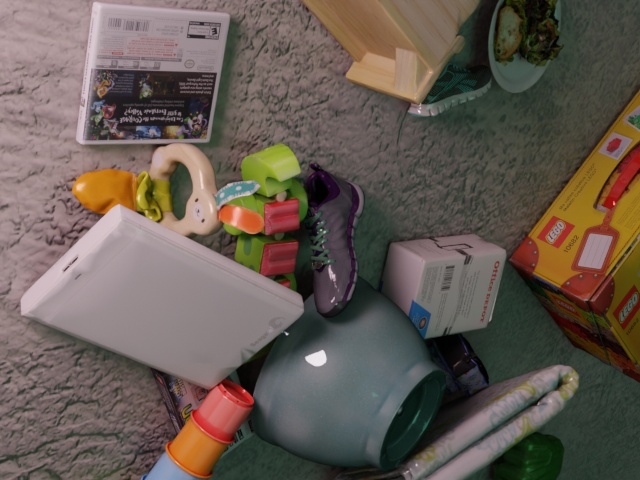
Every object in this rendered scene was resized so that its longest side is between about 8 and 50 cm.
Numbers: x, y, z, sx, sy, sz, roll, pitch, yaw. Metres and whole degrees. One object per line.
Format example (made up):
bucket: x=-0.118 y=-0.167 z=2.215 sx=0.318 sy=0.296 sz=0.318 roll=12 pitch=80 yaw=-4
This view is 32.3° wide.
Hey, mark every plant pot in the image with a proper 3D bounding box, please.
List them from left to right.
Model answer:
plant pot: x=0.065 y=0.224 z=1.666 sx=0.293 sy=0.196 sz=0.293 roll=-42 pitch=147 yaw=-35

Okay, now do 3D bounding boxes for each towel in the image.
towel: x=0.223 y=0.342 z=1.859 sx=0.374 sy=0.320 sz=0.090 roll=-28 pitch=87 yaw=-27

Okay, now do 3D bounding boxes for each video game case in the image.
video game case: x=-0.207 y=-0.205 z=1.377 sx=0.190 sy=0.022 sz=0.173 roll=-5 pitch=115 yaw=-41

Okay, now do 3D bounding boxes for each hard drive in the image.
hard drive: x=-0.199 y=0.083 z=1.433 sx=0.307 sy=0.040 sz=0.203 roll=29 pitch=122 yaw=-37

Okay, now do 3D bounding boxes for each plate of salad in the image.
plate of salad: x=0.334 y=-0.331 z=1.751 sx=0.200 sy=0.048 sz=0.199 roll=-21 pitch=120 yaw=-42

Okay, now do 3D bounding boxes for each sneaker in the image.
sneaker: x=0.000 y=0.000 z=1.585 sx=0.098 sy=0.083 sz=0.223 roll=31 pitch=51 yaw=-35
sneaker: x=0.199 y=-0.247 z=1.686 sx=0.166 sy=0.065 sz=0.076 roll=-29 pitch=120 yaw=-33

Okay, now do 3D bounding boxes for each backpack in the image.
backpack: x=0.239 y=0.221 z=1.944 sx=0.084 sy=0.105 sz=0.114 roll=-33 pitch=137 yaw=5

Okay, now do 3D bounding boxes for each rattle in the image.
rattle: x=-0.182 y=-0.055 z=1.349 sx=0.143 sy=0.200 sz=0.130 roll=23 pitch=96 yaw=-46

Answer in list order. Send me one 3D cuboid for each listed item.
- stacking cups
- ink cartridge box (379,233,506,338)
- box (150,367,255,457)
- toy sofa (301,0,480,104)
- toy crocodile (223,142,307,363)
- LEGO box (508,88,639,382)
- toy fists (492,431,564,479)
stacking cups: x=-0.212 y=0.337 z=1.586 sx=0.096 sy=0.096 sz=0.316 roll=24 pitch=102 yaw=-46
ink cartridge box: x=0.200 y=0.076 z=1.839 sx=0.203 sy=0.086 sz=0.148 roll=-5 pitch=115 yaw=-41
box: x=-0.170 y=0.237 z=1.635 sx=0.114 sy=0.036 sz=0.207 roll=-32 pitch=130 yaw=-25
toy sofa: x=0.044 y=-0.352 z=1.427 sx=0.362 sy=0.150 sz=0.177 roll=40 pitch=79 yaw=-46
toy crocodile: x=-0.077 y=0.023 z=1.553 sx=0.115 sy=0.105 sz=0.340 roll=-12 pitch=120 yaw=-37
LEGO box: x=0.636 y=-0.030 z=2.089 sx=0.500 sy=0.193 sz=0.372 roll=-51 pitch=136 yaw=-7
toy fists: x=0.400 y=0.520 z=2.252 sx=0.142 sy=0.096 sz=0.279 roll=-4 pitch=113 yaw=-51
